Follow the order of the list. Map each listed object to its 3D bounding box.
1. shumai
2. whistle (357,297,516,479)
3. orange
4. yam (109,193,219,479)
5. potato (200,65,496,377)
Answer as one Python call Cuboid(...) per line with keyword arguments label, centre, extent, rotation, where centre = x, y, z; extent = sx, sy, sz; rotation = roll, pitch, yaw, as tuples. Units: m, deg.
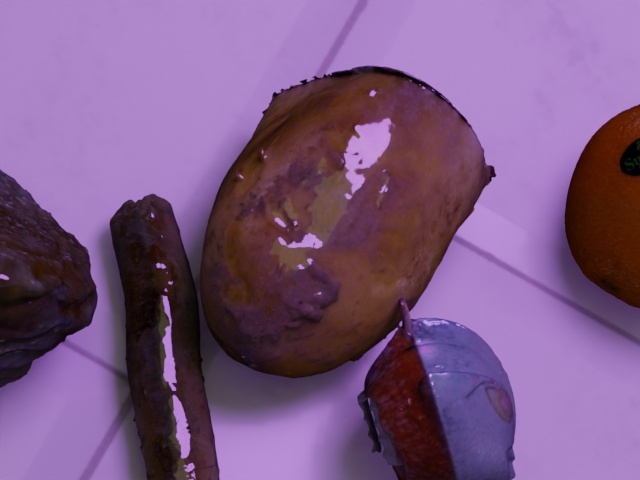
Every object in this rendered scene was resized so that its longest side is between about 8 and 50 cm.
Cuboid(label="shumai", centre=(-0.372, 0.057, 1.559), extent=(0.309, 0.304, 0.263), rotation=(32, 98, -15))
Cuboid(label="whistle", centre=(0.122, 0.215, 1.609), extent=(0.133, 0.142, 0.346), rotation=(-18, 93, -24))
Cuboid(label="orange", centre=(0.327, -0.033, 1.737), extent=(0.206, 0.206, 0.206), rotation=(5, 68, -12))
Cuboid(label="yam", centre=(-0.136, 0.113, 1.637), extent=(0.071, 0.067, 0.317), rotation=(7, 64, -41))
Cuboid(label="potato", centre=(0.000, 0.000, 1.641), extent=(0.229, 0.229, 0.266), rotation=(26, 65, -2))
